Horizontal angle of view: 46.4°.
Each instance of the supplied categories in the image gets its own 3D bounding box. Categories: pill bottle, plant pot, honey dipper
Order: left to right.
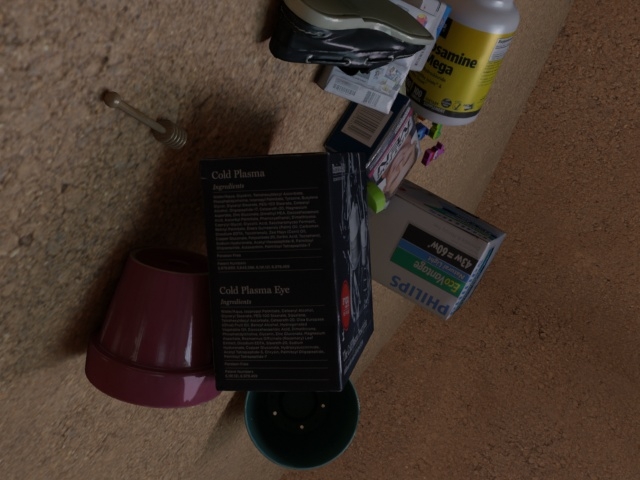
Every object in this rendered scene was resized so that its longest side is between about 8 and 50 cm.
[{"bbox_3d":[-0.208,-0.143,0.883,0.030,0.030,0.161,-59,160,1],"label":"honey dipper"},{"bbox_3d":[-0.219,0.111,1.057,0.201,0.201,0.180,-19,123,-66],"label":"plant pot"},{"bbox_3d":[-0.055,0.444,1.999,0.293,0.293,0.235,-56,179,-8],"label":"plant pot"},{"bbox_3d":[0.306,-0.429,1.597,0.188,0.188,0.333,-41,156,-47],"label":"pill bottle"}]

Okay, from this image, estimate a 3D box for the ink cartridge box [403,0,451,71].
[{"bbox_3d":[0.163,-0.401,1.410,0.191,0.082,0.139,-19,138,-64],"label":"ink cartridge box"}]

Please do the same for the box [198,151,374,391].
[{"bbox_3d":[-0.032,0.026,1.116,0.343,0.179,0.312,-33,120,-77],"label":"box"}]

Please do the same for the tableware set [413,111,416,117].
[{"bbox_3d":[0.220,-0.287,1.904,0.154,0.024,0.104,-54,164,-16],"label":"tableware set"}]

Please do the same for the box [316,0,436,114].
[{"bbox_3d":[0.095,-0.326,1.283,0.145,0.038,0.186,13,114,-32],"label":"box"}]

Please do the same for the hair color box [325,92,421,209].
[{"bbox_3d":[0.126,-0.200,1.635,0.173,0.105,0.347,-57,165,-3],"label":"hair color box"}]

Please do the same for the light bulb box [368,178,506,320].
[{"bbox_3d":[0.262,0.004,1.962,0.225,0.358,0.361,-64,165,13],"label":"light bulb box"}]

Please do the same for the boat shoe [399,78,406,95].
[{"bbox_3d":[0.160,-0.330,1.590,0.048,0.056,0.153,-48,155,-18],"label":"boat shoe"}]

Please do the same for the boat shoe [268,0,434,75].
[{"bbox_3d":[0.049,-0.306,1.139,0.340,0.127,0.113,-19,150,-54],"label":"boat shoe"}]

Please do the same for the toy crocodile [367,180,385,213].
[{"bbox_3d":[0.000,0.000,1.569,0.340,0.105,0.115,-48,168,21],"label":"toy crocodile"}]

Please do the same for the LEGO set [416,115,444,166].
[{"bbox_3d":[0.310,-0.321,1.989,0.093,0.087,0.227,-29,151,-31],"label":"LEGO set"}]
